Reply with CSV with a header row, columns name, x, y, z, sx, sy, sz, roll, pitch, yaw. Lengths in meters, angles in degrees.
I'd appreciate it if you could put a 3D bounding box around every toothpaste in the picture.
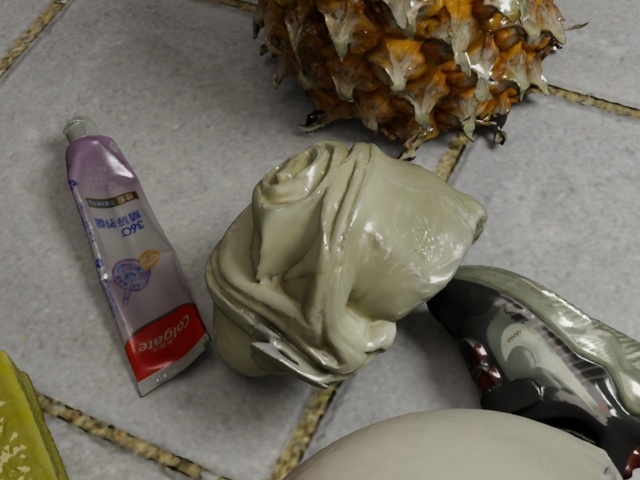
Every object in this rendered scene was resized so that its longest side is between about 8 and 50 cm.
name,x,y,z,sx,sy,sz,roll,pitch,yaw
toothpaste,-0.179,-0.002,0.901,0.075,0.048,0.301,-21,58,-13

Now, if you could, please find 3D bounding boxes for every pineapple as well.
name,x,y,z,sx,sy,sz,roll,pitch,yaw
pineapple,0.087,-0.277,0.919,0.352,0.300,0.353,-3,61,5

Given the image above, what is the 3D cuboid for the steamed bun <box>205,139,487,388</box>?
name,x,y,z,sx,sy,sz,roll,pitch,yaw
steamed bun,-0.001,0.002,0.777,0.218,0.144,0.211,2,43,49

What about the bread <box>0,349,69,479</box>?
name,x,y,z,sx,sy,sz,roll,pitch,yaw
bread,-0.225,0.254,0.705,0.138,0.077,0.361,-26,57,-12

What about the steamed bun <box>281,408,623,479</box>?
name,x,y,z,sx,sy,sz,roll,pitch,yaw
steamed bun,0.046,0.249,0.566,0.309,0.309,0.309,-3,55,4

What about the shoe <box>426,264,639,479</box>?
name,x,y,z,sx,sy,sz,roll,pitch,yaw
shoe,0.168,0.106,0.761,0.227,0.099,0.112,27,69,22
